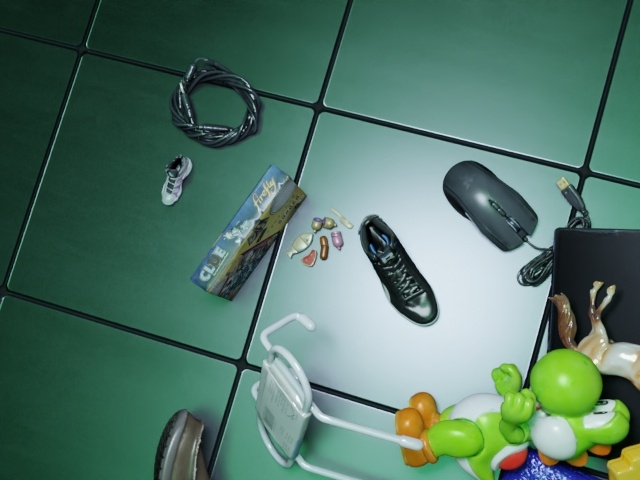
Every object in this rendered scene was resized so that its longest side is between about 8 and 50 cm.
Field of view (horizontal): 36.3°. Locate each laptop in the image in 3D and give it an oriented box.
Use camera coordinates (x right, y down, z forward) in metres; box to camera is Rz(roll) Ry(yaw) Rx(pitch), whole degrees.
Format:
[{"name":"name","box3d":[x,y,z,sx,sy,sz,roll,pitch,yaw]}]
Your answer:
[{"name":"laptop","box3d":[0.619,0.179,1.630,0.407,0.236,0.382,4,89,-18]}]

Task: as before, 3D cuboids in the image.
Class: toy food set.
[{"name":"toy food set","box3d":[0.000,0.000,1.788,0.078,0.019,0.122,41,90,13]}]

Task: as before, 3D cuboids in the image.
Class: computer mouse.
[{"name":"computer mouse","box3d":[0.350,-0.066,1.715,0.184,0.060,0.262,-40,77,3]}]

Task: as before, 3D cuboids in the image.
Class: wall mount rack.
[{"name":"wall mount rack","box3d":[0.007,0.293,1.613,0.130,0.350,0.304,-28,65,-25]}]

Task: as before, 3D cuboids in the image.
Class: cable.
[{"name":"cable","box3d":[-0.200,-0.253,1.850,0.184,0.047,0.151,36,89,13]}]

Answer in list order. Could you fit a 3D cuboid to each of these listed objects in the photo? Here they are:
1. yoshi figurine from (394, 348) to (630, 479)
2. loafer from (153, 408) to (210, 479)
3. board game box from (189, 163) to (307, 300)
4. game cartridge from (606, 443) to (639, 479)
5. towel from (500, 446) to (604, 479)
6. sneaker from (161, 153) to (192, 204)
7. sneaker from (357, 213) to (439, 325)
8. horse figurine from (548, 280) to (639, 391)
[{"name":"yoshi figurine","box3d":[0.307,0.263,1.583,0.362,0.203,0.204,-9,53,20]},{"name":"loafer","box3d":[-0.229,0.478,1.715,0.130,0.134,0.366,4,92,-12]},{"name":"board game box","box3d":[-0.124,-0.009,1.738,0.042,0.165,0.243,35,88,13]},{"name":"game cartridge","box3d":[0.592,0.438,1.500,0.285,0.053,0.324,-12,106,-6]},{"name":"towel","box3d":[0.370,0.520,1.612,0.227,0.076,0.308,23,86,12]},{"name":"sneaker","box3d":[-0.280,-0.117,1.831,0.038,0.069,0.098,20,85,13]},{"name":"sneaker","box3d":[0.128,0.054,1.705,0.079,0.121,0.217,-34,77,4]},{"name":"horse figurine","box3d":[0.484,0.164,1.556,0.263,0.066,0.175,16,92,38]}]
